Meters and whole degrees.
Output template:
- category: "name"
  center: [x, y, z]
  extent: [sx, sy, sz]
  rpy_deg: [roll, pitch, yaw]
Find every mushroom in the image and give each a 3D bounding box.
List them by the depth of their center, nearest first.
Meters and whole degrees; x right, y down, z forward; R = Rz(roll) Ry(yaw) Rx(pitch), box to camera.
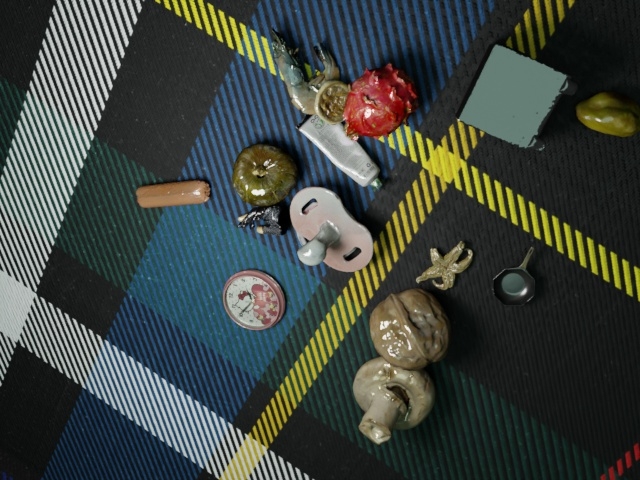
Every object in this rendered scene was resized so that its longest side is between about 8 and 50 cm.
- category: "mushroom"
  center: [0.245, 0.548, 1.875]
  extent: [0.293, 0.290, 0.292]
  rpy_deg: [7, 115, 16]

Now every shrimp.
- category: "shrimp"
  center: [-0.041, -0.544, 1.713]
  extent: [0.178, 0.075, 0.289]
  rpy_deg: [-24, 92, 0]

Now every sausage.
- category: "sausage"
  center: [-0.530, -0.166, 1.970]
  extent: [0.289, 0.086, 0.086]
  rpy_deg: [-4, 106, 15]

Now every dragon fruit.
- category: "dragon fruit"
  center: [0.163, -0.406, 1.649]
  extent: [0.268, 0.210, 0.205]
  rpy_deg: [-39, 77, 28]

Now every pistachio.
- category: "pistachio"
  center: [0.815, -0.351, 1.533]
  extent: [0.189, 0.110, 0.100]
  rpy_deg: [23, 143, 6]

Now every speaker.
- category: "speaker"
  center: [0.548, -0.404, 1.549]
  extent: [0.254, 0.184, 0.232]
  rpy_deg: [24, 112, 3]

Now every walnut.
- category: "walnut"
  center: [0.298, 0.292, 1.809]
  extent: [0.273, 0.227, 0.273]
  rpy_deg: [-5, 83, 40]

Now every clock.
- category: "clock"
  center: [-0.248, 0.223, 2.033]
  extent: [0.245, 0.056, 0.244]
  rpy_deg: [5, 111, 14]

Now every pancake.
- category: "pancake"
  center: [0.044, -0.435, 1.720]
  extent: [0.140, 0.022, 0.139]
  rpy_deg: [-10, 114, -23]

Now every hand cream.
- category: "hand cream"
  center: [0.075, -0.293, 1.765]
  extent: [0.121, 0.076, 0.336]
  rpy_deg: [-45, 93, -6]

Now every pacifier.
- category: "pacifier"
  center: [0.024, -0.022, 1.800]
  extent: [0.220, 0.273, 0.332]
  rpy_deg: [-42, 94, 6]

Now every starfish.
- category: "starfish"
  center: [0.408, 0.090, 1.814]
  extent: [0.210, 0.053, 0.150]
  rpy_deg: [-29, 93, 23]

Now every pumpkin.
- category: "pumpkin"
  center: [-0.193, -0.218, 1.800]
  extent: [0.219, 0.162, 0.218]
  rpy_deg: [-1, 82, 9]

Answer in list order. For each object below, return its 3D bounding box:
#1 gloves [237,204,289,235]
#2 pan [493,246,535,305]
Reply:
- category: "gloves"
  center: [-0.205, -0.080, 1.901]
  extent: [0.181, 0.129, 0.106]
  rpy_deg: [12, 87, 21]
- category: "pan"
  center: [0.648, 0.120, 1.759]
  extent: [0.128, 0.048, 0.202]
  rpy_deg: [42, 114, -2]
